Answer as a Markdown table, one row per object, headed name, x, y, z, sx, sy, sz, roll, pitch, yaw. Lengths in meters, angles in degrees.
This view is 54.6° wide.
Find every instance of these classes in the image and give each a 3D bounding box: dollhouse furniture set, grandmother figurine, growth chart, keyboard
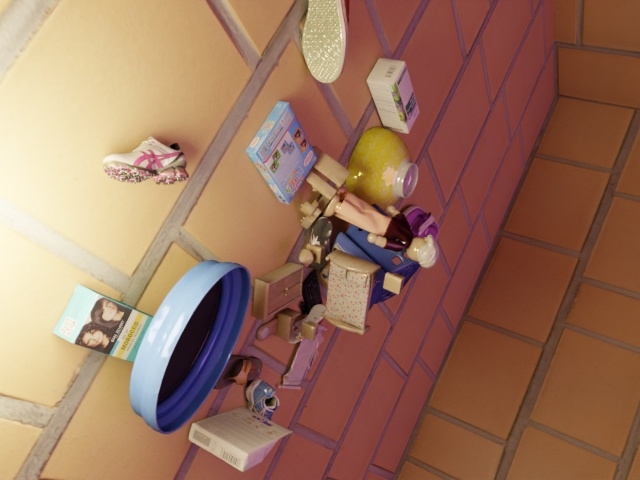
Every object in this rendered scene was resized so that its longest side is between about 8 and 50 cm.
| name | x | y | z | sx | sy | sz | roll | pitch | yaw |
| --- | --- | --- | --- | --- | --- | --- | --- | --- | --- |
| dollhouse furniture set | 0.011 | 0.195 | 1.643 | 0.174 | 0.356 | 0.303 | -27 | 129 | -52 |
| grandmother figurine | 0.187 | -0.034 | 1.768 | 0.208 | 0.342 | 0.104 | -56 | 176 | -43 |
| growth chart | -0.052 | 0.375 | 1.990 | 0.237 | 0.021 | 0.172 | -66 | 152 | -9 |
| dollhouse furniture set | -0.026 | -0.144 | 1.722 | 0.144 | 0.123 | 0.151 | -53 | -178 | -29 |
| keyboard | -0.027 | 0.184 | 1.920 | 0.108 | 0.023 | 0.180 | -50 | 144 | -34 |

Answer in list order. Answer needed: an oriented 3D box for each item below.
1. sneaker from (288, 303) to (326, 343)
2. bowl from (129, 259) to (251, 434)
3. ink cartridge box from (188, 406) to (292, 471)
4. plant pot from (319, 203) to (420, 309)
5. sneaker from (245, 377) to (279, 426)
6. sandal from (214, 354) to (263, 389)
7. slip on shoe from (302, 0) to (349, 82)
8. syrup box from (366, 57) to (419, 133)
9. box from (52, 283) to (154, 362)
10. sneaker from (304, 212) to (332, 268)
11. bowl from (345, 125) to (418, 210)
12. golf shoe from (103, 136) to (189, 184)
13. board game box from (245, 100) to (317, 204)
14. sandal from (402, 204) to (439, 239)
| name | x | y | z | sx | sy | sz | roll | pitch | yaw |
| --- | --- | --- | --- | --- | --- | --- | --- | --- | --- |
| sneaker | -0.037 | 0.265 | 1.896 | 0.158 | 0.061 | 0.065 | -39 | 156 | -19 |
| bowl | -0.276 | 0.221 | 1.349 | 0.391 | 0.077 | 0.391 | 22 | 90 | -78 |
| ink cartridge box | -0.207 | 0.515 | 1.633 | 0.225 | 0.181 | 0.056 | 8 | 100 | -63 |
| plant pot | 0.142 | 0.070 | 1.882 | 0.212 | 0.236 | 0.236 | -34 | 160 | -37 |
| sneaker | -0.165 | 0.488 | 1.795 | 0.080 | 0.081 | 0.211 | -47 | 145 | -40 |
| sandal | -0.210 | 0.357 | 1.660 | 0.219 | 0.060 | 0.090 | 19 | 90 | -62 |
| slip on shoe | 0.024 | -0.547 | 1.486 | 0.101 | 0.123 | 0.331 | -36 | 132 | -52 |
| syrup box | 0.229 | -0.444 | 1.920 | 0.093 | 0.096 | 0.237 | -62 | 149 | -18 |
| box | -0.398 | 0.174 | 1.219 | 0.100 | 0.060 | 0.244 | -65 | 152 | -11 |
| sneaker | 0.000 | 0.000 | 1.813 | 0.077 | 0.072 | 0.178 | -87 | -165 | -60 |
| bowl | 0.218 | -0.209 | 1.979 | 0.289 | 0.156 | 0.289 | -37 | 136 | -47 |
| golf shoe | -0.330 | -0.151 | 1.159 | 0.186 | 0.067 | 0.086 | -4 | 81 | -58 |
| board game box | -0.091 | -0.215 | 1.547 | 0.160 | 0.039 | 0.211 | -60 | 146 | -20 |
| sandal | 0.412 | -0.044 | 2.472 | 0.416 | 0.102 | 0.169 | 5 | 102 | -61 |
